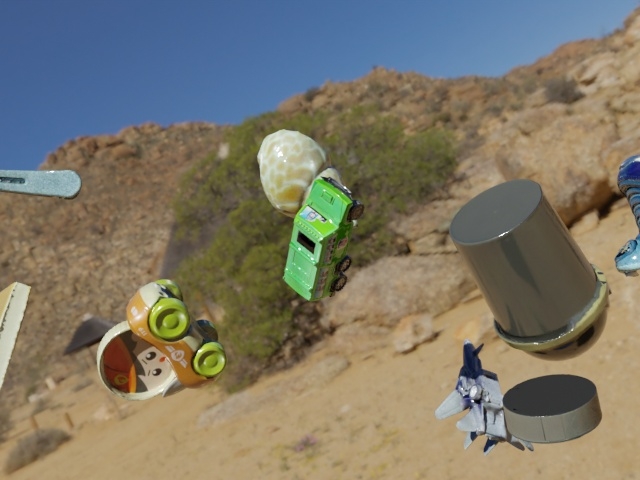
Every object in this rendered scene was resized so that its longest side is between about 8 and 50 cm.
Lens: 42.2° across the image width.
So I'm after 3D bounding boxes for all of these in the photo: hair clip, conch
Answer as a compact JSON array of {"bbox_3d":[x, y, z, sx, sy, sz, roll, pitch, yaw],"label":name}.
[{"bbox_3d":[-0.440,-0.079,1.113,0.230,0.039,0.070,2,-1,-17],"label":"hair clip"},{"bbox_3d":[-0.029,-0.086,1.265,0.116,0.173,0.106,-29,22,22],"label":"conch"}]

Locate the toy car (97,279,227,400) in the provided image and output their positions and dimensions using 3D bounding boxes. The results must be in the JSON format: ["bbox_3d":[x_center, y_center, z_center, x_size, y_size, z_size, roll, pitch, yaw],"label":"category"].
[{"bbox_3d":[-0.310,0.212,1.569,0.235,0.235,0.145,-26,21,-8],"label":"toy car"}]

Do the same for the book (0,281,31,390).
[{"bbox_3d":[-0.484,0.222,1.041,0.032,0.268,0.389,27,-34,-32],"label":"book"}]

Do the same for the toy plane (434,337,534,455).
[{"bbox_3d":[0.304,0.272,1.569,0.088,0.212,0.267,-56,20,38],"label":"toy plane"}]

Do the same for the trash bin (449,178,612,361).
[{"bbox_3d":[0.381,0.073,1.457,0.214,0.333,0.214,-27,26,14],"label":"trash bin"}]

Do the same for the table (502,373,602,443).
[{"bbox_3d":[0.329,0.238,1.181,0.134,0.043,0.133,-14,12,3],"label":"table"}]

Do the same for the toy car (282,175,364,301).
[{"bbox_3d":[0.000,0.000,1.044,0.063,0.071,0.165,-26,-39,-39],"label":"toy car"}]

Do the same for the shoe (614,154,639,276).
[{"bbox_3d":[0.370,0.006,0.892,0.106,0.207,0.091,-21,-11,2],"label":"shoe"}]
